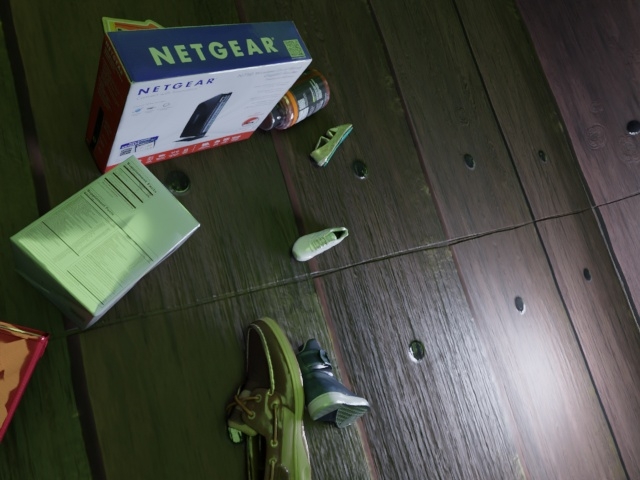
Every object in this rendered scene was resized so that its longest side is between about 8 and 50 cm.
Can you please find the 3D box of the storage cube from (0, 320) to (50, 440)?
[{"bbox_3d":[-0.447,0.177,0.487,0.183,0.215,0.193,24,69,-26],"label":"storage cube"}]

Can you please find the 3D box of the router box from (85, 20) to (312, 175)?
[{"bbox_3d":[-0.228,-0.255,0.781,0.335,0.301,0.082,-26,89,-36],"label":"router box"}]

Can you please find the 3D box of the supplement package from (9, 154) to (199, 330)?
[{"bbox_3d":[-0.339,0.011,0.682,0.149,0.194,0.203,48,55,-12],"label":"supplement package"}]

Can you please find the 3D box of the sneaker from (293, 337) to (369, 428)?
[{"bbox_3d":[0.013,0.291,0.888,0.163,0.086,0.226,54,3,38],"label":"sneaker"}]

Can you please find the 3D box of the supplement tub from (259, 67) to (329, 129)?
[{"bbox_3d":[-0.074,-0.335,1.032,0.198,0.106,0.106,-40,97,-36],"label":"supplement tub"}]

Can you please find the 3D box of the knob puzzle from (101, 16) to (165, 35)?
[{"bbox_3d":[-0.344,-0.390,0.918,0.213,0.030,0.214,12,68,-30],"label":"knob puzzle"}]

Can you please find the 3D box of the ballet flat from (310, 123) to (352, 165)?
[{"bbox_3d":[0.029,-0.260,1.108,0.052,0.057,0.168,37,56,-6],"label":"ballet flat"}]

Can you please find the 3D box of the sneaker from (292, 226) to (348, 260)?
[{"bbox_3d":[0.000,0.000,0.996,0.152,0.061,0.054,-27,92,-35],"label":"sneaker"}]

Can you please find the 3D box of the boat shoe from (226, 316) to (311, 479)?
[{"bbox_3d":[-0.107,0.316,0.783,0.123,0.123,0.343,-3,82,-36],"label":"boat shoe"}]
